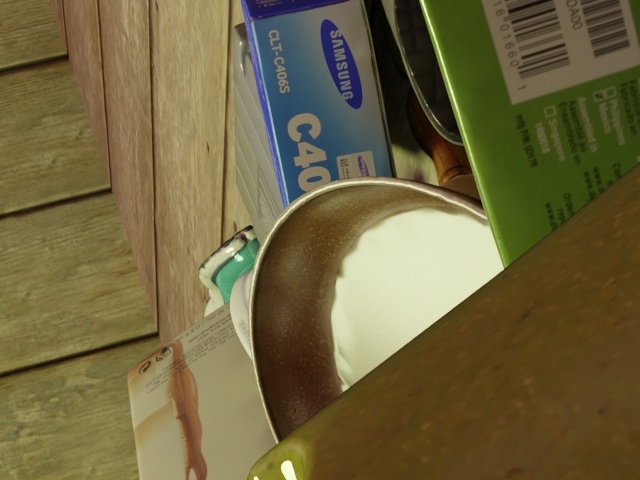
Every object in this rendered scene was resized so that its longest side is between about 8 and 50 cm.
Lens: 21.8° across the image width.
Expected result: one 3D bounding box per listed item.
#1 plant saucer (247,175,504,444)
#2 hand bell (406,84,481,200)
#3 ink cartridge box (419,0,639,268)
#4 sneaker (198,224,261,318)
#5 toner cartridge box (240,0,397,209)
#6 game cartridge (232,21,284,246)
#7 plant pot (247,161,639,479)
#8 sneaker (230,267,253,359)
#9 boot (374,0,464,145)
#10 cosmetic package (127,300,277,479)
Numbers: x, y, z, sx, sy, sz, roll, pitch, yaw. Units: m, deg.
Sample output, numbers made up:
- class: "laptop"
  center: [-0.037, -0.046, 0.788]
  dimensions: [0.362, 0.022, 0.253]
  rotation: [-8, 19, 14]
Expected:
- class: "plant saucer"
  center: [0.084, 0.101, 0.872]
  dimensions: [0.310, 0.050, 0.311]
  rotation: [30, 136, 34]
- class: "hand bell"
  center: [0.087, -0.039, 1.026]
  dimensions: [0.242, 0.126, 0.126]
  rotation: [-99, 4, -51]
- class: "ink cartridge box"
  center: [0.091, -0.116, 0.733]
  dimensions: [0.255, 0.097, 0.189]
  rotation: [-96, -13, -57]
- class: "sneaker"
  center: [-0.057, 0.059, 1.750]
  dimensions: [0.110, 0.107, 0.275]
  rotation: [49, 162, 21]
- class: "toner cartridge box"
  center: [-0.008, -0.110, 1.195]
  dimensions: [0.348, 0.075, 0.165]
  rotation: [-107, 5, -74]
- class: "game cartridge"
  center: [0.000, 0.000, 1.473]
  dimensions: [0.230, 0.068, 0.355]
  rotation: [86, 164, -52]
- class: "plant pot"
  center: [0.130, 0.072, 0.419]
  dimensions: [0.276, 0.254, 0.276]
  rotation: [55, 165, 23]
- class: "sneaker"
  center: [0.058, 0.113, 1.206]
  dimensions: [0.152, 0.114, 0.305]
  rotation: [-44, 75, 28]
- class: "boot"
  center: [0.073, -0.137, 1.003]
  dimensions: [0.161, 0.083, 0.247]
  rotation: [86, 171, -63]
- class: "cosmetic package"
  center: [-0.052, 0.190, 1.296]
  dimensions: [0.153, 0.129, 0.296]
  rotation: [52, -173, -25]
